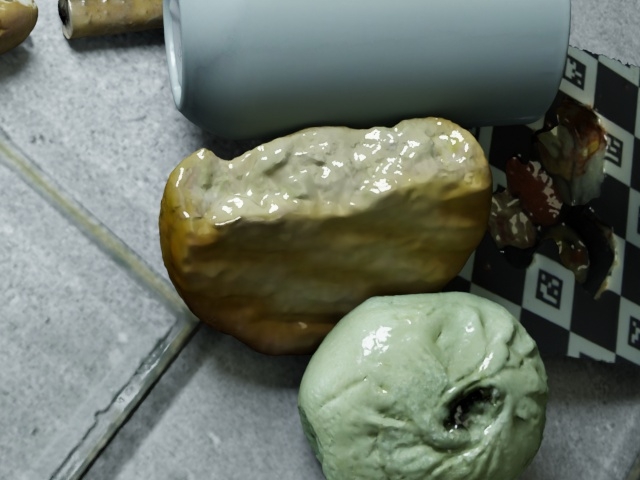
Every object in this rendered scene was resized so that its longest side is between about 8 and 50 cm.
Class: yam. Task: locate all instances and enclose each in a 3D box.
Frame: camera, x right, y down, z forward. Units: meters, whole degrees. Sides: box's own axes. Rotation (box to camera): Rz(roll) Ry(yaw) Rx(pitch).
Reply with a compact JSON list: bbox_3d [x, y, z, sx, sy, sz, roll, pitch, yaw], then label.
[{"bbox_3d":[-0.081,-0.224,1.132,0.326,0.045,0.045,-12,72,-29],"label":"yam"}]

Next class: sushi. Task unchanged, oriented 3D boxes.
[{"bbox_3d":[0.212,-0.039,1.227,0.320,0.069,0.339,9,70,-34],"label":"sushi"}]

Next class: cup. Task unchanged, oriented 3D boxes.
[{"bbox_3d":[0.030,-0.191,1.030,0.312,0.205,0.205,-5,76,-11],"label":"cup"}]

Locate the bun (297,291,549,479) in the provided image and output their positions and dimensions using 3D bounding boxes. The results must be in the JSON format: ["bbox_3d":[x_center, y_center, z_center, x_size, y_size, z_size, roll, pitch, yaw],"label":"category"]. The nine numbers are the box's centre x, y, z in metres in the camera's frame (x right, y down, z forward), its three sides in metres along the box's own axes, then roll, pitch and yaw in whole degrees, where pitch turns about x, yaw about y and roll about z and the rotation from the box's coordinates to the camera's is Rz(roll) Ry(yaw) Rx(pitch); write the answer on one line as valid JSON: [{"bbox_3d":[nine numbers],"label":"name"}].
[{"bbox_3d":[0.090,0.147,1.029,0.221,0.108,0.221,-6,114,-15],"label":"bun"}]

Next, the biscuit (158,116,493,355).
[{"bbox_3d":[0.000,-0.001,1.021,0.274,0.213,0.091,-8,45,-19],"label":"biscuit"}]

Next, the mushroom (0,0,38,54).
[{"bbox_3d":[-0.326,-0.231,0.997,0.084,0.071,0.209,-45,95,-1],"label":"mushroom"}]
